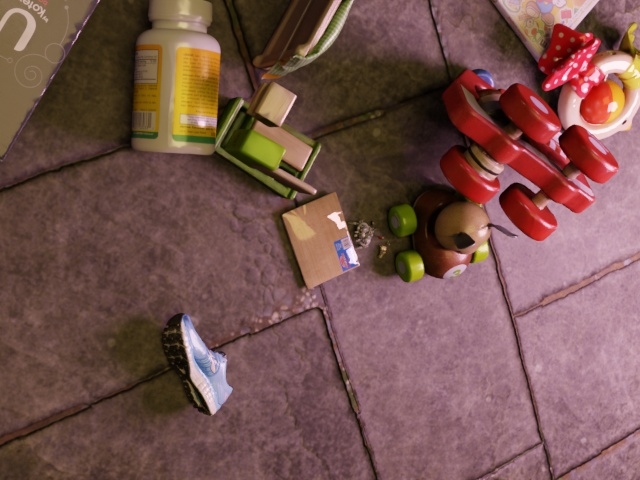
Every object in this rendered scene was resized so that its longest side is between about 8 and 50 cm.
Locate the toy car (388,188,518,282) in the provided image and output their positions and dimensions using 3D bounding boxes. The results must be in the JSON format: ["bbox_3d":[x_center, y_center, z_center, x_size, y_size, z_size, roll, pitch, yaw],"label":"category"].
[{"bbox_3d":[0.222,-0.004,1.453,0.155,0.188,0.149,-15,102,-22],"label":"toy car"}]

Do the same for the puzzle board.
[{"bbox_3d":[0.000,0.000,1.450,0.096,0.011,0.128,-24,106,-19],"label":"puzzle board"}]

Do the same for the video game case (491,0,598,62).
[{"bbox_3d":[0.385,-0.453,1.565,0.227,0.026,0.206,-48,112,-12],"label":"video game case"}]

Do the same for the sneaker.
[{"bbox_3d":[-0.179,0.176,1.375,0.073,0.063,0.162,-34,114,-36],"label":"sneaker"}]

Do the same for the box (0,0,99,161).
[{"bbox_3d":[-0.411,-0.254,1.164,0.165,0.143,0.270,31,84,-24],"label":"box"}]

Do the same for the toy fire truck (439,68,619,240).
[{"bbox_3d":[0.308,-0.163,1.462,0.302,0.254,0.169,30,118,-23],"label":"toy fire truck"}]

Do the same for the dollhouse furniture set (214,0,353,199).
[{"bbox_3d":[-0.009,-0.221,1.319,0.151,0.197,0.302,30,84,-23],"label":"dollhouse furniture set"}]

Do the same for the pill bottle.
[{"bbox_3d":[-0.199,-0.225,1.277,0.117,0.117,0.209,1,96,-24],"label":"pill bottle"}]

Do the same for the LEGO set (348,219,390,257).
[{"bbox_3d":[0.080,-0.005,1.479,0.083,0.023,0.054,19,88,-25],"label":"LEGO set"}]

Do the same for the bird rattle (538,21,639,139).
[{"bbox_3d":[0.481,-0.261,1.572,0.253,0.143,0.207,-16,127,-26],"label":"bird rattle"}]
